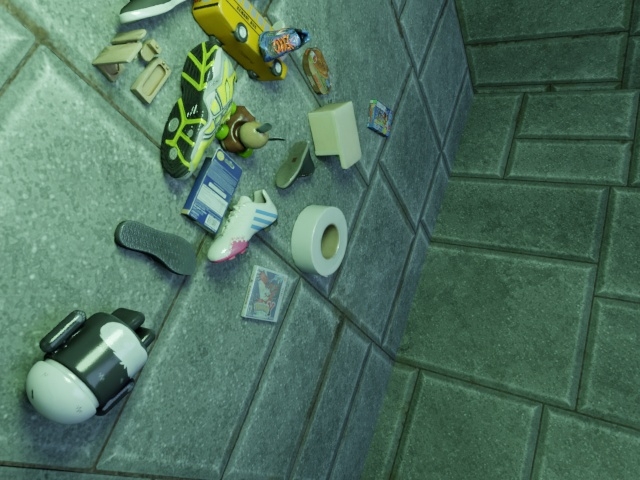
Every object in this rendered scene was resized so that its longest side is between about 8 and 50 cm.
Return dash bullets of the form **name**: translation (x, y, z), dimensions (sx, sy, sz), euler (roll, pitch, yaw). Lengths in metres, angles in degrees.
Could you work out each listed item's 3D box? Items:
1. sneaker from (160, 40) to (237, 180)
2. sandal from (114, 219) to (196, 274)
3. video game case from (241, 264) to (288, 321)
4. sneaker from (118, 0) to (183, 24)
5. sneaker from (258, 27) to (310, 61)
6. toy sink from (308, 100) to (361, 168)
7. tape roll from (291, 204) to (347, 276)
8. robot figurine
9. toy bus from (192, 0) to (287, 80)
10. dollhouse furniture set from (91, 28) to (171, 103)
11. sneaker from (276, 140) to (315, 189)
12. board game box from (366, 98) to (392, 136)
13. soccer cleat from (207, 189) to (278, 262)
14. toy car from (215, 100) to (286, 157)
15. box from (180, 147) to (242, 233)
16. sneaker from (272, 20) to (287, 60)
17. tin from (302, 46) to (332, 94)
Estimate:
- **sneaker**: translation (-0.308, -0.336, 1.263), dimensions (0.147, 0.145, 0.384), euler (30, 73, -57)
- **sandal**: translation (-0.433, 0.016, 1.245), dimensions (0.254, 0.054, 0.097), euler (39, 57, -45)
- **video game case**: translation (-0.198, 0.197, 1.694), dimensions (0.201, 0.023, 0.183), euler (26, 75, -58)
- **sneaker**: translation (-0.396, -0.616, 1.093), dimensions (0.295, 0.105, 0.147), euler (-61, 142, -40)
- **sneaker**: translation (-0.106, -0.588, 1.375), dimensions (0.221, 0.087, 0.083), euler (-53, 136, -43)
- **toy sink**: translation (0.057, -0.414, 1.858), dimensions (0.153, 0.131, 0.234), euler (-43, 128, -46)
- **tape roll**: translation (0.000, 0.000, 1.898), dimensions (0.286, 0.100, 0.286), euler (-22, 116, -56)
- **robot figurine**: translation (-0.513, 0.275, 1.056), dimensions (0.209, 0.173, 0.278), euler (43, 48, -3)
- **toy bus**: translation (-0.221, -0.602, 1.374), dimensions (0.333, 0.108, 0.130), euler (26, 72, -58)
- **dollhouse furniture set**: translation (-0.406, -0.409, 1.099), dimensions (0.151, 0.123, 0.144), euler (53, 53, -50)
- **sneaker**: translation (-0.080, -0.249, 1.718), dimensions (0.222, 0.083, 0.118), euler (-64, 145, -28)
- **board game box**: translation (0.293, -0.597, 2.293), dimensions (0.201, 0.035, 0.136), euler (7, 92, -59)
- **soccer cleat**: translation (-0.257, -0.053, 1.468), dimensions (0.331, 0.116, 0.143), euler (-46, 123, -50)
- **toy car**: translation (-0.200, -0.331, 1.396), dimensions (0.155, 0.188, 0.149), euler (32, 70, -57)
- **box**: translation (-0.318, -0.149, 1.394), dimensions (0.136, 0.036, 0.225), euler (45, 61, -54)
- **sneaker**: translation (-0.139, -0.653, 1.553), dimensions (0.070, 0.051, 0.134), euler (21, 83, -60)
- **tin**: translation (-0.012, -0.642, 1.778), dimensions (0.189, 0.040, 0.106), euler (57, 46, -48)
